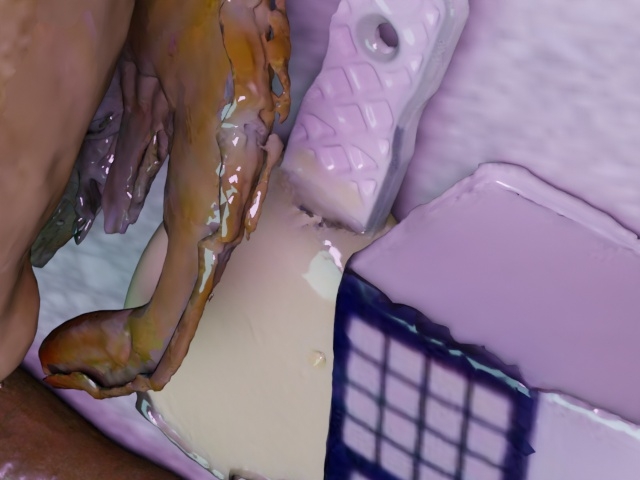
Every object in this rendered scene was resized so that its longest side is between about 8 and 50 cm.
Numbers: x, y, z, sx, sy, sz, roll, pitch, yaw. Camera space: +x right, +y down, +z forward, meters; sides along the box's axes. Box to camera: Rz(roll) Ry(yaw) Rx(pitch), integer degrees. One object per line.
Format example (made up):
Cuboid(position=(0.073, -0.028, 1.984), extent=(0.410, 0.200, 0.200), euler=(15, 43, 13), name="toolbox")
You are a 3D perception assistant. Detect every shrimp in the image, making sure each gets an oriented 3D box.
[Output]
Cuboid(position=(-0.070, -0.017, 0.668), extent=(0.253, 0.058, 0.173), euler=(-47, 45, 51), name="shrimp")

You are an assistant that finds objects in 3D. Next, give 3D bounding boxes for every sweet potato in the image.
Cuboid(position=(-0.135, 0.098, 0.859), extent=(0.243, 0.077, 0.077), euler=(33, 138, 25), name="sweet potato")

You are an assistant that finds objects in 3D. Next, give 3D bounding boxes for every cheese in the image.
Cuboid(position=(0.000, 0.000, 0.664), extent=(0.127, 0.050, 0.255), euler=(41, 140, 16), name="cheese")

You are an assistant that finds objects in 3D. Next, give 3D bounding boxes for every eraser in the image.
Cuboid(position=(0.069, 0.123, 0.661), extent=(0.130, 0.086, 0.287), euler=(28, 136, 28), name="eraser")

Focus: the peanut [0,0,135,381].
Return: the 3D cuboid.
Cuboid(position=(-0.150, -0.130, 0.561), extent=(0.169, 0.192, 0.387), euler=(18, 116, 59), name="peanut")
